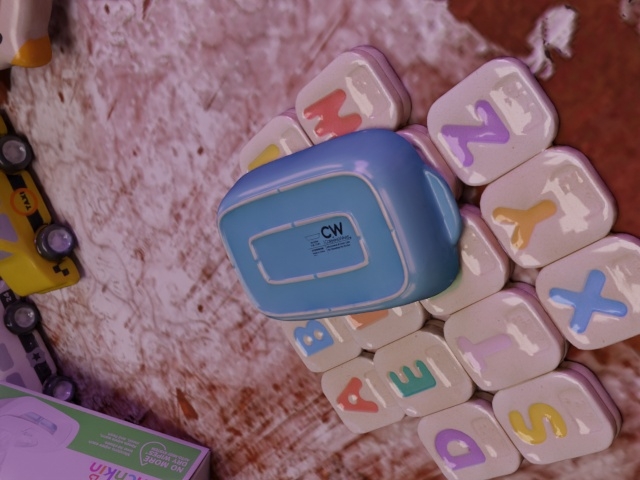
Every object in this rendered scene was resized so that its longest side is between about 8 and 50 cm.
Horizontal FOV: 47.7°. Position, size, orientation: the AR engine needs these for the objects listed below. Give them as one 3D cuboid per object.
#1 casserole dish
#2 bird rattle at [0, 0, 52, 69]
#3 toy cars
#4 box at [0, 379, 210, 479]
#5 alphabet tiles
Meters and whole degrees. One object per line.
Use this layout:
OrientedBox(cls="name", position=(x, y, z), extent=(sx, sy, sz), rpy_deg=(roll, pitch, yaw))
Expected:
OrientedBox(cls="casserole dish", position=(0.000, 0.000, 0.462), extent=(0.188, 0.037, 0.114), rpy_deg=(-13, 104, 41))
OrientedBox(cls="bird rattle", position=(-0.297, -0.230, 0.583), extent=(0.207, 0.143, 0.253), rpy_deg=(11, 107, 21))
OrientedBox(cls="toy cars", position=(-0.339, 0.061, 0.760), extent=(0.176, 0.087, 0.393), rpy_deg=(30, 128, 24))
OrientedBox(cls="box", position=(-0.257, 0.296, 0.746), extent=(0.262, 0.127, 0.231), rpy_deg=(13, 122, 14))
OrientedBox(cls="alphabet tiles", position=(0.060, 0.027, 0.468), extent=(0.278, 0.021, 0.284), rpy_deg=(-34, 90, 44))
